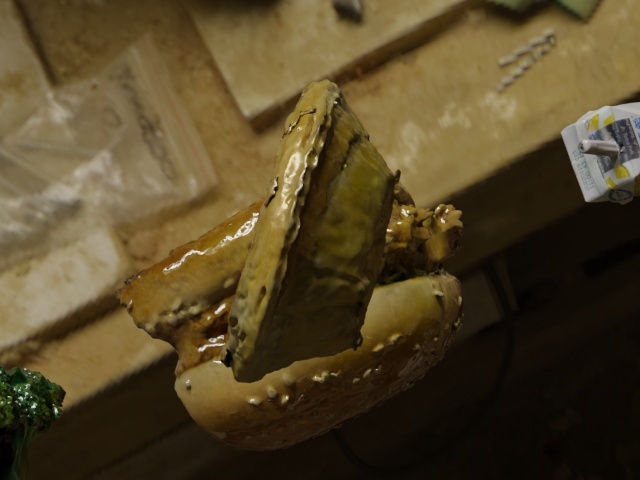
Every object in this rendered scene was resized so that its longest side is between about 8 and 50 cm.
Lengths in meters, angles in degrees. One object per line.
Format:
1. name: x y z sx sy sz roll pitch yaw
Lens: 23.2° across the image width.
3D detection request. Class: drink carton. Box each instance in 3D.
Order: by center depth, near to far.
1. drink carton: 0.260 -0.075 1.300 0.074 0.200 0.084 -26 77 48

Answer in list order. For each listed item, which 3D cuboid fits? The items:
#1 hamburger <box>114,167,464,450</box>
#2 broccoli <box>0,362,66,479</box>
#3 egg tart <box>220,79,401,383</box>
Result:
1. hamburger: 0.023 0.056 1.762 0.287 0.445 0.268 -39 74 38
2. broccoli: -0.322 0.224 1.363 0.269 0.254 0.269 6 70 -16
3. egg tart: 0.000 0.000 1.374 0.115 0.290 0.290 14 75 3
